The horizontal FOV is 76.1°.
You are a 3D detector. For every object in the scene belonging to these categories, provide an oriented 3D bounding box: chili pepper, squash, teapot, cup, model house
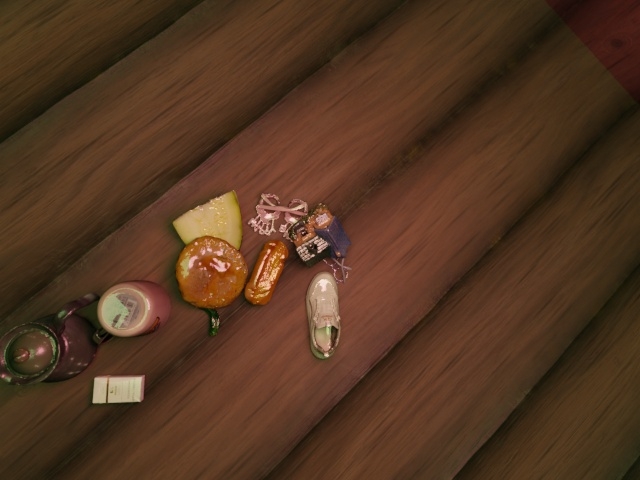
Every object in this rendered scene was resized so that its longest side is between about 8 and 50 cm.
[{"bbox_3d":[-0.387,0.279,1.457,0.055,0.035,0.118,-24,86,-9],"label":"chili pepper"},{"bbox_3d":[-0.362,-0.024,1.444,0.236,0.204,0.155,-26,64,-8],"label":"squash"},{"bbox_3d":[-0.817,0.323,1.266,0.305,0.285,0.224,-25,87,-9],"label":"teapot"},{"bbox_3d":[-0.639,0.246,1.344,0.253,0.200,0.191,-42,90,-10],"label":"cup"},{"bbox_3d":[0.000,0.000,1.454,0.182,0.172,0.167,-32,124,1],"label":"model house"}]

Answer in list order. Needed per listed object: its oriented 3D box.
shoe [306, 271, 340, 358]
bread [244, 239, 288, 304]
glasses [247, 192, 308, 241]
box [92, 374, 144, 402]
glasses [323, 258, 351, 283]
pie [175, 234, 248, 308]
[{"bbox_3d":[0.017,0.270,1.454,0.124,0.159,0.317,-1,86,-7],"label":"shoe"},{"bbox_3d":[-0.196,0.116,1.479,0.101,0.094,0.246,25,80,-9],"label":"bread"},{"bbox_3d":[-0.136,-0.082,1.513,0.255,0.095,0.162,11,91,-4],"label":"glasses"},{"bbox_3d":[-0.682,0.503,1.385,0.154,0.040,0.084,1,85,-7],"label":"box"},{"bbox_3d":[0.066,0.095,1.510,0.062,0.104,0.140,-31,91,-12],"label":"glasses"},{"bbox_3d":[-0.378,0.115,1.426,0.273,0.069,0.274,-7,104,-29],"label":"pie"}]
